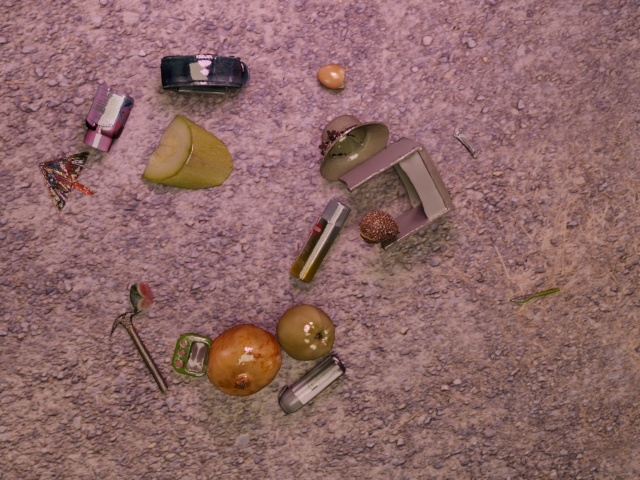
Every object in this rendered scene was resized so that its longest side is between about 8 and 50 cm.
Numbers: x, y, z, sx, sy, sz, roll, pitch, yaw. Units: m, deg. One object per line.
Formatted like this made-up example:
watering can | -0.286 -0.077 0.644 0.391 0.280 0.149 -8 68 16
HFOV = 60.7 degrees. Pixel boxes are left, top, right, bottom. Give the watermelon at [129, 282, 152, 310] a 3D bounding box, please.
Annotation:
watermelon | -0.586 0.188 1.782 0.072 0.084 0.092 15 134 -28

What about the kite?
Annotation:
kite | -0.811 -0.190 1.739 0.189 0.009 0.232 29 94 -9

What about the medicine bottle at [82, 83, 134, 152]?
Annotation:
medicine bottle | -0.655 -0.371 1.678 0.094 0.119 0.188 23 93 -8

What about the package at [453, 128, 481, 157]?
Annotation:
package | 0.499 -0.330 1.855 0.110 0.015 0.037 44 90 -10

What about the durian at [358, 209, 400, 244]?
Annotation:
durian | 0.189 -0.029 1.657 0.140 0.071 0.110 10 108 -19

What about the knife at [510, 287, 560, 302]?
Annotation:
knife | 0.764 0.197 1.941 0.184 0.022 0.026 -14 72 -3

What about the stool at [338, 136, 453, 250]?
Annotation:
stool | 0.241 -0.153 1.749 0.270 0.170 0.243 -31 112 0

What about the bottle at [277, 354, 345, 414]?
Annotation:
bottle | -0.034 0.488 1.866 0.254 0.079 0.096 -39 61 -1

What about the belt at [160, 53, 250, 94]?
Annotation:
belt | -0.347 -0.498 1.653 0.268 0.206 0.116 -4 100 -12

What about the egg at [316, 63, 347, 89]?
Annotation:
egg | 0.037 -0.525 1.754 0.096 0.080 0.080 7 96 9

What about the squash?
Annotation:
squash | -0.417 -0.252 1.769 0.204 0.155 0.236 31 95 28

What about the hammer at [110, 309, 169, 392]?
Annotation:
hammer | -0.588 0.374 1.819 0.125 0.027 0.297 -29 99 -3

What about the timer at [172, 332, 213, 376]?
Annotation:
timer | -0.423 0.382 1.826 0.128 0.047 0.140 15 95 -6

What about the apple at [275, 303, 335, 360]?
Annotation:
apple | -0.046 0.301 1.788 0.200 0.200 0.200 -1 97 -6

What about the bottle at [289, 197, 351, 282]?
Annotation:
bottle | 0.000 0.000 1.808 0.082 0.082 0.286 30 92 -8

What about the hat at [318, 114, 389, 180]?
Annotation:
hat | 0.079 -0.321 1.744 0.257 0.257 0.130 -32 65 -1

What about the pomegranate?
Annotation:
pomegranate | -0.246 0.385 1.753 0.248 0.248 0.248 -1 97 -6
